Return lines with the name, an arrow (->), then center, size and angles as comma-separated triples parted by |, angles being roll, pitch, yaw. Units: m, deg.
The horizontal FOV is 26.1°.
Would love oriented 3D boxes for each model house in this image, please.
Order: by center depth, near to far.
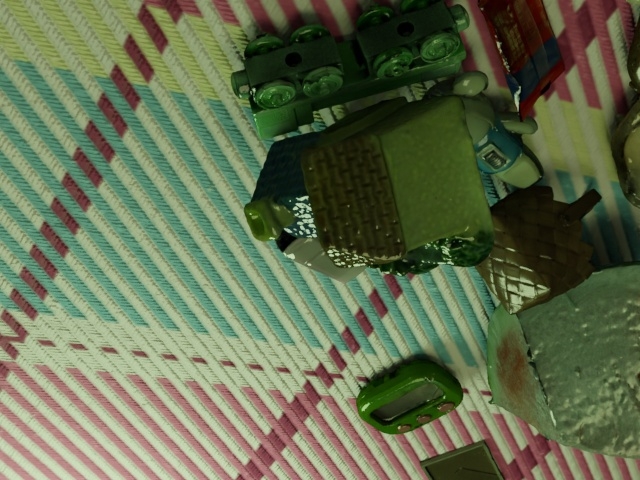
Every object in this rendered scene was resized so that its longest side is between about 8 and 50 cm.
model house -> 0.034, -0.037, 1.430 | 0.189, 0.195, 0.214 | -18, -170, -37

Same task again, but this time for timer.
timer -> 0.127, 0.222, 1.967 | 0.140, 0.047, 0.128 | -30, 140, 19

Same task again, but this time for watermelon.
watermelon -> 0.355, 0.179, 1.807 | 0.228, 0.258, 0.387 | -10, 148, -15

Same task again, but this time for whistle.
whistle -> 0.182, -0.118, 1.550 | 0.114, 0.077, 0.236 | -36, 142, 19

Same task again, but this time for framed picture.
framed picture -> 0.228, 0.371, 2.207 | 0.109, 0.011, 0.149 | -19, 141, 8

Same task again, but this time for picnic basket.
picnic basket -> 0.274, -0.003, 1.672 | 0.178, 0.138, 0.128 | -29, 170, -38

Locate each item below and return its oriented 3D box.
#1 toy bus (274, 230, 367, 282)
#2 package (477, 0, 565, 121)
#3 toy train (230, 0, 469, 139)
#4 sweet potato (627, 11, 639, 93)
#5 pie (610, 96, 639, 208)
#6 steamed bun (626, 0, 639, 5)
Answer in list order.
toy bus -> 0.000, 0.000, 1.634 | 0.123, 0.075, 0.060 | 25, 128, -38
package -> 0.213, -0.214, 1.454 | 0.083, 0.022, 0.200 | -47, 142, -14
toy train -> 0.033, -0.179, 1.427 | 0.251, 0.085, 0.119 | -15, 155, -2
sweet potato -> 0.367, -0.255, 1.438 | 0.075, 0.075, 0.273 | -10, 139, -5
pie -> 0.498, -0.135, 1.622 | 0.338, 0.075, 0.337 | -4, 140, -4
steamed bun -> 0.256, -0.323, 1.214 | 0.290, 0.272, 0.273 | 22, 87, -35
